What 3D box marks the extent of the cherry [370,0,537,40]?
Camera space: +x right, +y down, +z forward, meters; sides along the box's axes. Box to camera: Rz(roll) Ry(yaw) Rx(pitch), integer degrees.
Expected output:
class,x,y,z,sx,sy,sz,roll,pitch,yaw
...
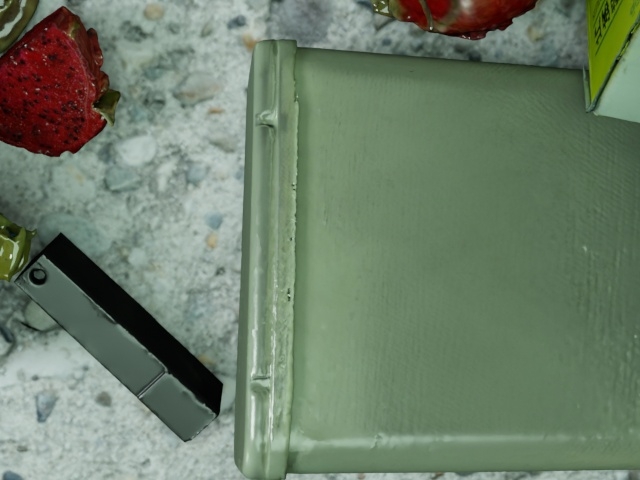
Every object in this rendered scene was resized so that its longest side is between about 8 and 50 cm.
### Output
class,x,y,z,sx,sy,sz,roll,pitch,yaw
cherry,0.131,-0.279,0.941,0.250,0.192,0.175,-46,139,1

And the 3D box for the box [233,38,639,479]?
class,x,y,z,sx,sy,sz,roll,pitch,yaw
box,0.104,0.024,0.974,0.343,0.177,0.352,2,82,-4

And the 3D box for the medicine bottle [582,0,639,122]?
class,x,y,z,sx,sy,sz,roll,pitch,yaw
medicine bottle,0.289,-0.219,0.916,0.141,0.250,0.137,9,146,-6

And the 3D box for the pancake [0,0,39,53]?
class,x,y,z,sx,sy,sz,roll,pitch,yaw
pancake,-0.340,-0.236,1.014,0.190,0.020,0.184,-10,97,-5

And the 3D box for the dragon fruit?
class,x,y,z,sx,sy,sz,roll,pitch,yaw
dragon fruit,-0.231,-0.138,1.020,0.162,0.083,0.106,-31,115,32

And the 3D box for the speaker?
class,x,y,z,sx,sy,sz,roll,pitch,yaw
speaker,-0.184,0.090,1.076,0.044,0.082,0.218,-43,103,9

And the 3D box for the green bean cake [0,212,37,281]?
class,x,y,z,sx,sy,sz,roll,pitch,yaw
green bean cake,-0.391,-0.047,0.966,0.310,0.202,0.285,34,77,-32
